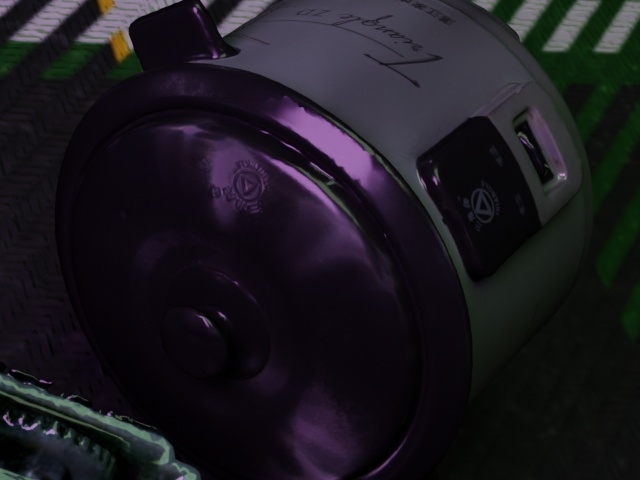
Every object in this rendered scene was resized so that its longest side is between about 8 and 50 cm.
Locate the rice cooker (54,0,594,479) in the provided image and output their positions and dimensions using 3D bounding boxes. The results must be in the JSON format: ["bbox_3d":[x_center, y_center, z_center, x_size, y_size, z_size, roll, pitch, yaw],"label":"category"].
[{"bbox_3d":[0.000,0.000,0.984,0.227,0.241,0.280,-39,110,-46],"label":"rice cooker"}]

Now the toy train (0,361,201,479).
[{"bbox_3d":[-0.221,0.109,0.826,0.330,0.178,0.138,23,63,-11],"label":"toy train"}]
